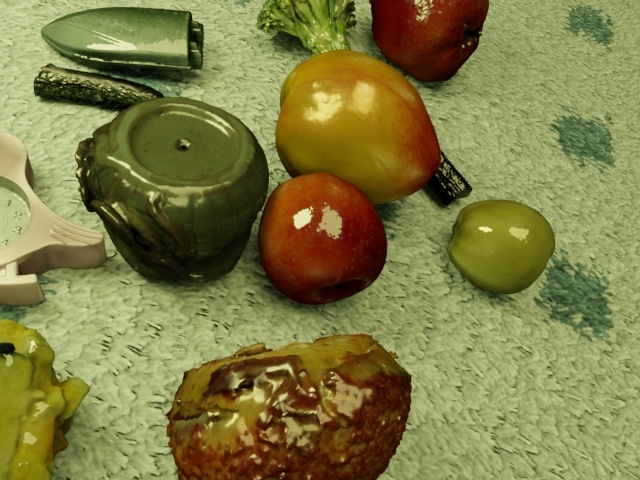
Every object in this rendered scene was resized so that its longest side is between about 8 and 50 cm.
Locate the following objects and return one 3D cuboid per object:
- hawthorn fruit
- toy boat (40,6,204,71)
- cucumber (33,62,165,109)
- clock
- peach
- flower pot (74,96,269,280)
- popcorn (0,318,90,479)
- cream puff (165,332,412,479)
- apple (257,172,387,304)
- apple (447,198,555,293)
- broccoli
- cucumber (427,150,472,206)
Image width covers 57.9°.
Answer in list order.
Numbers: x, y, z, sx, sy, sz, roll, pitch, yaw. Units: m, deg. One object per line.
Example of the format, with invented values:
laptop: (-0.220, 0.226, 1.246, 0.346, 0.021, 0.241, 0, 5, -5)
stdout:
hawthorn fruit: (0.242, -0.539, 1.381, 0.265, 0.265, 0.307, -28, 50, -30)
toy boat: (-0.401, -0.411, 1.180, 0.319, 0.092, 0.141, 1, 60, -9)
cucumber: (-0.415, -0.289, 1.117, 0.245, 0.067, 0.067, 7, 58, -17)
clock: (-0.486, -0.033, 0.926, 0.290, 0.080, 0.275, 15, 57, -10)
peach: (0.070, -0.206, 1.095, 0.307, 0.289, 0.289, 7, 58, -5)
flower pot: (-0.240, -0.081, 0.942, 0.301, 0.213, 0.302, 7, 52, -10)
popcorn: (-0.432, 0.233, 0.706, 0.252, 0.215, 0.286, 19, 52, 0)
cream puff: (-0.041, 0.248, 0.764, 0.350, 0.350, 0.229, -7, 82, -22)
apple: (0.000, 0.000, 0.984, 0.218, 0.218, 0.201, 0, 68, -18)
apple: (0.348, 0.012, 1.118, 0.200, 0.200, 0.200, 8, 58, -14)
broccoli: (0.006, -0.433, 1.279, 0.252, 0.221, 0.361, 26, 46, -47)
cucumber: (0.209, -0.202, 1.231, 0.072, 0.072, 0.300, -36, 88, -32)
